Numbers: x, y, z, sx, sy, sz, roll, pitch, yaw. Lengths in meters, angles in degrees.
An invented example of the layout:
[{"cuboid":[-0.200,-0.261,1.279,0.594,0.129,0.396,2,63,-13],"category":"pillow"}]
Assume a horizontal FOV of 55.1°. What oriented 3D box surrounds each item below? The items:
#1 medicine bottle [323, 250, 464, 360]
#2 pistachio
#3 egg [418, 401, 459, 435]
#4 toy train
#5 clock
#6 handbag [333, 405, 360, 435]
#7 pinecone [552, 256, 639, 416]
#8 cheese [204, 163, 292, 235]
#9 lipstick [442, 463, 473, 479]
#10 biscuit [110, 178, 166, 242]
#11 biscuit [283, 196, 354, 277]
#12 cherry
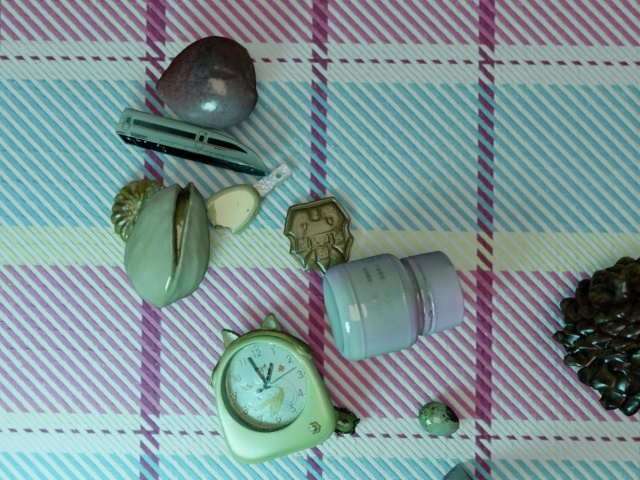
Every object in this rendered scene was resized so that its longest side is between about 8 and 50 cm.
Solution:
[{"cuboid":[0.176,0.151,1.517,0.301,0.241,0.241,-12,89,-8],"category":"medicine bottle"},{"cuboid":[-0.376,0.008,1.537,0.207,0.226,0.332,13,100,-20],"category":"pistachio"},{"cuboid":[0.308,0.464,1.590,0.110,0.085,0.085,19,89,1],"category":"egg"},{"cuboid":[-0.319,-0.253,1.595,0.406,0.086,0.088,15,77,4],"category":"toy train"},{"cuboid":[-0.129,0.369,1.566,0.286,0.117,0.349,-19,85,8],"category":"clock"},{"cuboid":[0.045,0.471,1.611,0.111,0.047,0.072,20,78,7],"category":"handbag"},{"cuboid":[0.774,0.244,1.454,0.397,0.398,0.398,0,89,0],"category":"pinecone"},{"cuboid":[-0.184,-0.113,1.618,0.255,0.050,0.127,-35,87,-1],"category":"cheese"},{"cuboid":[0.363,0.634,1.471,0.066,0.317,0.068,-45,89,0],"category":"lipstick"},{"cuboid":[-0.494,-0.088,1.617,0.118,0.061,0.183,31,90,2],"category":"biscuit"},{"cuboid":[0.000,0.000,1.624,0.182,0.034,0.215,-13,89,1],"category":"biscuit"},{"cuboid":[-0.278,-0.390,1.555,0.239,0.206,0.240,-4,83,29],"category":"cherry"}]
